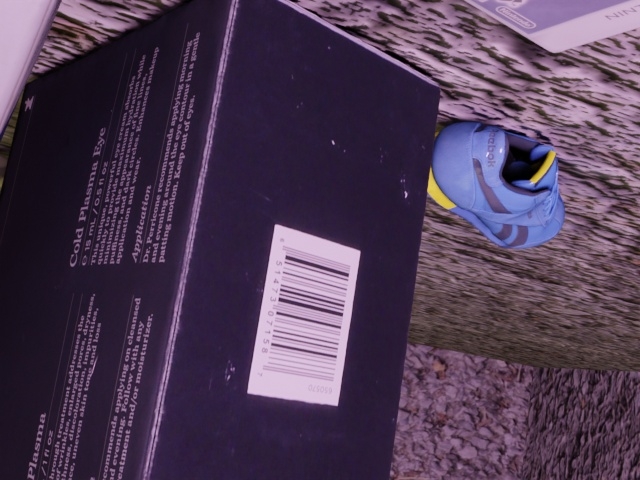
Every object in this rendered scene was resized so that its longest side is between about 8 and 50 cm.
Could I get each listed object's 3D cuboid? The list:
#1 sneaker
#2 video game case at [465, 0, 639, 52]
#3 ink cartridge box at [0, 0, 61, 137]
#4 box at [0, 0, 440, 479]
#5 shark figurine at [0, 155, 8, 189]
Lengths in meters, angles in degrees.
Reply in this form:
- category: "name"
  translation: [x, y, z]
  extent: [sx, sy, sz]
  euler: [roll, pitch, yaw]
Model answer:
- category: "sneaker"
  translation: [0.164, -0.039, 0.641]
  extent: [0.082, 0.069, 0.209]
  euler: [-5, 163, 39]
- category: "video game case"
  translation: [0.102, -0.137, 0.303]
  extent: [0.201, 0.023, 0.183]
  euler: [17, 167, -34]
- category: "ink cartridge box"
  translation: [-0.294, -0.147, 0.360]
  extent: [0.330, 0.071, 0.324]
  euler: [27, 158, -22]
- category: "box"
  translation: [-0.105, 0.043, 0.568]
  extent: [0.179, 0.343, 0.312]
  euler: [18, 167, -40]
- category: "shark figurine"
  translation: [-0.413, -0.064, 0.897]
  extent: [0.278, 0.116, 0.166]
  euler: [13, 170, -9]
